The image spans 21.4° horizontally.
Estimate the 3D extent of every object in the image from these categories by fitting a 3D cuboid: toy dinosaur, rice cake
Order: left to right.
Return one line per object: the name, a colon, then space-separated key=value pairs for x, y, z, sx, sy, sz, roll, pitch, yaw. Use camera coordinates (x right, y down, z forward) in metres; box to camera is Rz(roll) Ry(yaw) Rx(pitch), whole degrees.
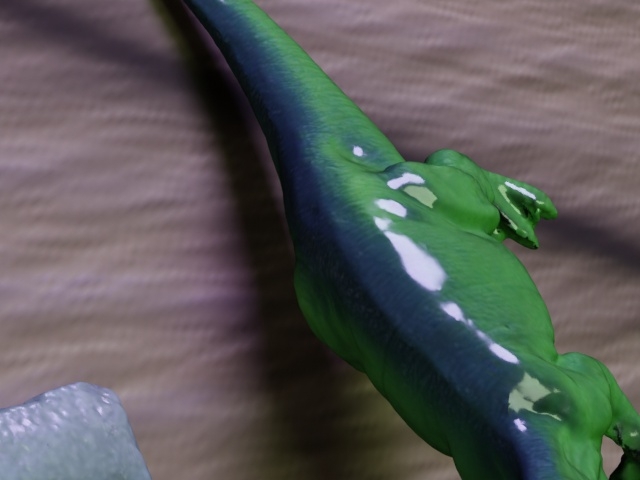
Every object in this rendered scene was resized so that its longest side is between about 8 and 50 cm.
rice cake: x=-0.170 y=0.117 z=0.781 sx=0.206 sy=0.063 sz=0.069 roll=-10 pitch=75 yaw=-44
toy dinosaur: x=0.000 y=0.000 z=0.863 sx=0.500 sy=0.144 sz=0.374 roll=42 pitch=14 yaw=-5
